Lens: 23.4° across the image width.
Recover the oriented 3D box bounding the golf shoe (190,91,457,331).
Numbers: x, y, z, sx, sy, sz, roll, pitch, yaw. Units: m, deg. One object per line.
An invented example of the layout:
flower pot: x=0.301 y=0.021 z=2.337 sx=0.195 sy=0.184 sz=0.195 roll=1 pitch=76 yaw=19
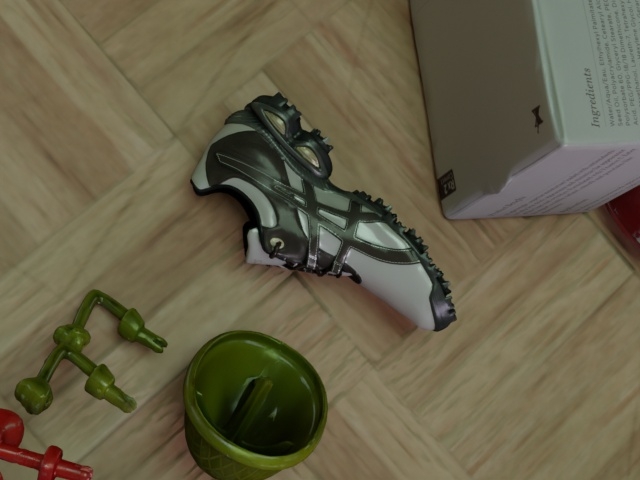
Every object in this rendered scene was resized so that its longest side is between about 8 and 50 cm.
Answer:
golf shoe: x=0.000 y=0.000 z=1.006 sx=0.094 sy=0.077 sz=0.198 roll=-44 pitch=85 yaw=-12

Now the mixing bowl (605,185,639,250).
mixing bowl: x=0.293 y=-0.069 z=1.082 sx=0.181 sy=0.098 sz=0.181 roll=4 pitch=67 yaw=-9

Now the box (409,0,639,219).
box: x=0.154 y=-0.122 z=1.023 sx=0.119 sy=0.181 sz=0.182 roll=-4 pitch=77 yaw=-20

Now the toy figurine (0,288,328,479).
toy figurine: x=-0.117 y=0.216 z=0.879 sx=0.191 sy=0.217 sz=0.362 roll=15 pitch=27 yaw=0
